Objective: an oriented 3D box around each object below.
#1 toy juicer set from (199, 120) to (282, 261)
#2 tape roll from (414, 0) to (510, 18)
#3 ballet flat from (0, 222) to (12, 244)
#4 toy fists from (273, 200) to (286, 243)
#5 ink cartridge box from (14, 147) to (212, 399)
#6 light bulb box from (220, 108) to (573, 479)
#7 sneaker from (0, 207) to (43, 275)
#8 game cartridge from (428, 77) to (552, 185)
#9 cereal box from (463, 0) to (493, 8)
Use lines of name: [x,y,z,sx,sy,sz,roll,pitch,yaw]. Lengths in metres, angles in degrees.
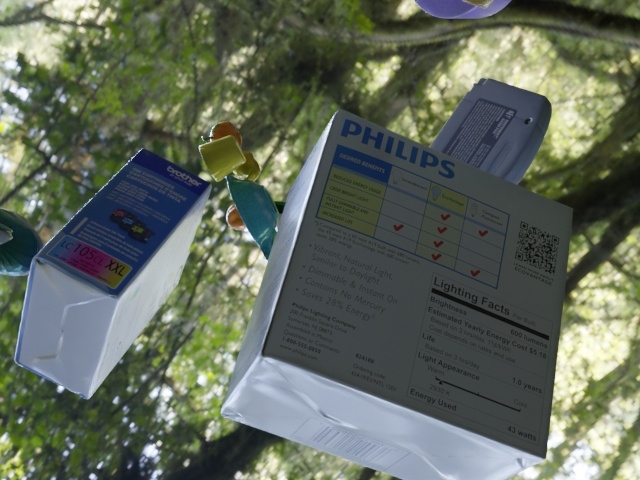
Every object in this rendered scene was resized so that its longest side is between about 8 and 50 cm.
toy juicer set: [-0.132,-0.067,1.671,0.329,0.089,0.209,61,-175,-27]
tape roll: [0.221,-0.438,1.405,0.080,0.189,0.189,-12,-119,-44]
ballet flat: [-0.472,-0.017,1.201,0.072,0.213,0.068,24,-102,7]
toy fists: [0.000,0.000,1.874,0.279,0.142,0.096,10,-129,5]
ink cartridge box: [-0.329,0.033,1.541,0.151,0.270,0.395,29,-140,4]
light bulb box: [0.104,0.087,1.176,0.358,0.225,0.361,22,-123,-9]
sneaker: [-0.588,-0.031,1.456,0.302,0.108,0.121,28,-175,15]
game cartridge: [0.300,-0.163,1.726,0.196,0.294,0.060,30,173,47]
cereal box: [0.194,-0.425,1.104,0.047,0.173,0.240,7,-130,-35]
